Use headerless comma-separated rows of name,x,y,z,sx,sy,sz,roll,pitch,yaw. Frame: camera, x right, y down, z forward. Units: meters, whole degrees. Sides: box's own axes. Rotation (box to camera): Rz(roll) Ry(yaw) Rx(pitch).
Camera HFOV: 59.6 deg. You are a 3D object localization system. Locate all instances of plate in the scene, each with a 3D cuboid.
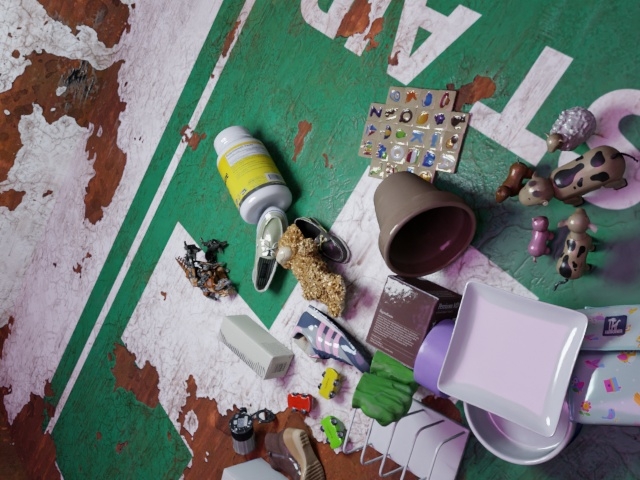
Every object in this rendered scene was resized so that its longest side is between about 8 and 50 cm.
plate,0.430,0.258,1.267,0.278,0.045,0.277,17,92,36

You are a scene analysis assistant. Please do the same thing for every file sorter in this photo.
file sorter,0.224,0.549,1.515,0.278,0.173,0.192,21,99,39

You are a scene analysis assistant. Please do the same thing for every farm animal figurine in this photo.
farm animal figurine,0.565,-0.101,1.291,0.327,0.172,0.330,-46,60,27

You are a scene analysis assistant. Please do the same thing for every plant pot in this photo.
plant pot,0.251,-0.065,1.521,0.263,0.263,0.229,-53,40,23

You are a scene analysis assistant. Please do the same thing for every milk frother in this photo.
milk frother,-0.233,0.655,1.934,0.143,0.129,0.134,9,131,12

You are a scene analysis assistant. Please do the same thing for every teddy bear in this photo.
teddy bear,-0.035,0.102,1.760,0.338,0.113,0.245,54,162,13

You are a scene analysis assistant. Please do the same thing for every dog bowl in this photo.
dog bowl,0.489,0.394,1.352,0.265,0.104,0.264,-3,85,40

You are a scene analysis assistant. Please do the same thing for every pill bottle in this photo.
pill bottle,-0.248,-0.235,1.955,0.188,0.188,0.334,-44,61,28

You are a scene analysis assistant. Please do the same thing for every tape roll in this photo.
tape roll,0.327,0.304,1.441,0.080,0.189,0.189,25,102,38

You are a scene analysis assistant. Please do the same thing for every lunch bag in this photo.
lunch bag,0.654,0.264,1.202,0.223,0.160,0.262,-13,65,43

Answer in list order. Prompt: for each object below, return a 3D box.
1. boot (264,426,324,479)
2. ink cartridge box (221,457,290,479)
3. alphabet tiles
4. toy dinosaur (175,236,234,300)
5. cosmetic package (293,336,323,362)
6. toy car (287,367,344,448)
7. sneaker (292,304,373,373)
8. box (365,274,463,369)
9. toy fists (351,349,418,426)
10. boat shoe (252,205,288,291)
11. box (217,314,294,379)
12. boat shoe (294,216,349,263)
boot,-0.089,0.742,1.830,0.207,0.090,0.248,-30,69,46
ink cartridge box,-0.233,0.886,1.859,0.168,0.171,0.232,20,99,39
alphabet tiles,0.267,-0.309,1.657,0.343,0.011,0.285,18,97,39
toy dinosaur,-0.455,0.113,2.130,0.322,0.164,0.218,10,110,18
cosmetic package,-0.030,0.340,1.823,0.115,0.041,0.060,37,110,35
toy car,0.017,0.542,1.761,0.239,0.053,0.225,-42,63,30
sneaker,0.038,0.332,1.711,0.131,0.112,0.319,-53,48,0
box,0.257,0.216,1.517,0.167,0.168,0.203,25,103,38
toy fists,0.192,0.387,1.497,0.142,0.279,0.096,14,115,20
boat shoe,-0.169,0.035,1.895,0.094,0.109,0.302,-109,27,-66
box,-0.229,0.365,1.940,0.275,0.113,0.094,31,107,38
boat shoe,0.000,0.000,1.809,0.228,0.069,0.081,41,112,34
